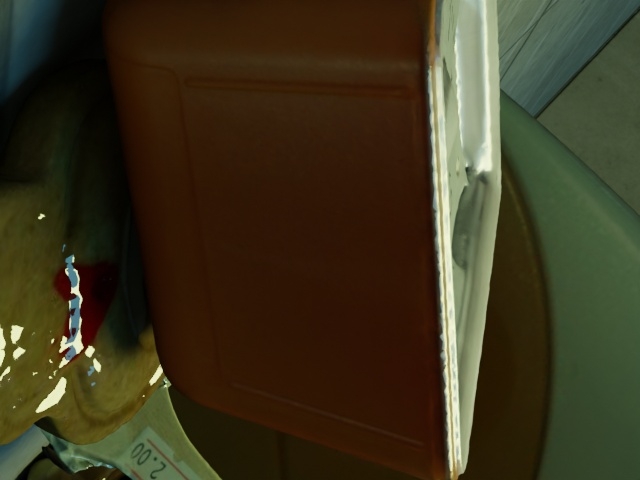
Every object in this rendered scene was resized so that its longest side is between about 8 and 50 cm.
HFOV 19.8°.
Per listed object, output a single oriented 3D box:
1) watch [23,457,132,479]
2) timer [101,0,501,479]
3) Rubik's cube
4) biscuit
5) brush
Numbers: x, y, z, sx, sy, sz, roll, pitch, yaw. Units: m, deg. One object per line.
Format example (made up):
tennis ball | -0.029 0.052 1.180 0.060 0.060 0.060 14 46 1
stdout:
watch | -0.104 0.299 1.730 0.314 0.327 0.335 -53 171 37
timer | 0.027 -0.064 0.868 0.250 0.161 0.257 -55 147 -46
Rubik's cube | 0.094 0.135 1.251 0.347 0.352 0.351 -43 154 -3
biscuit | -0.093 0.009 0.891 0.320 0.047 0.183 10 97 -64
brush | -0.074 0.131 0.988 0.085 0.336 0.020 -46 -162 -18
